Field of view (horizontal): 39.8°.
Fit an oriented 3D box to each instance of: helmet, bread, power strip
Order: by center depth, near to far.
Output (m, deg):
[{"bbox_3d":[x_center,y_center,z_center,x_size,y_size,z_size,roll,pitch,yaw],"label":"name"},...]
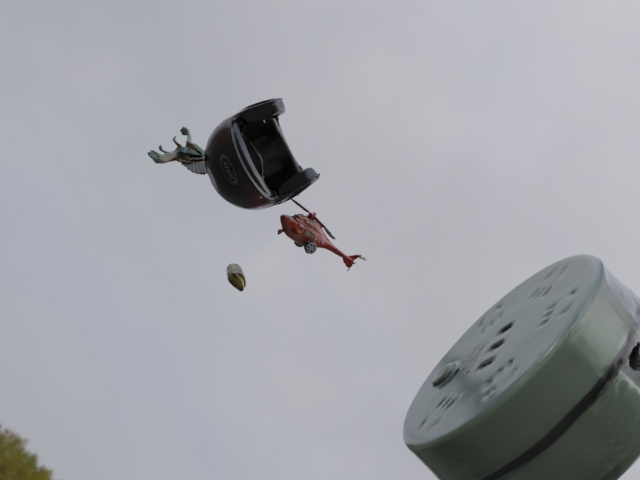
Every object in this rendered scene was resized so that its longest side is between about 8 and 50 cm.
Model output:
[{"bbox_3d":[0.275,0.177,1.092,0.161,0.357,0.357,45,-35,-3],"label":"power strip"},{"bbox_3d":[-0.116,-0.153,1.645,0.193,0.216,0.189,-22,-84,28],"label":"helmet"},{"bbox_3d":[-0.182,0.078,1.931,0.049,0.034,0.088,51,4,-19],"label":"bread"}]

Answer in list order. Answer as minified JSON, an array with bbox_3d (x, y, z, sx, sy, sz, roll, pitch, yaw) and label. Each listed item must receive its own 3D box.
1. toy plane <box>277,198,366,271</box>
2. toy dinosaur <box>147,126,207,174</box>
[{"bbox_3d":[-0.004,-0.003,1.745,0.126,0.077,0.194,34,-1,44],"label":"toy plane"},{"bbox_3d":[-0.241,-0.161,1.728,0.187,0.106,0.044,25,-56,-20],"label":"toy dinosaur"}]
